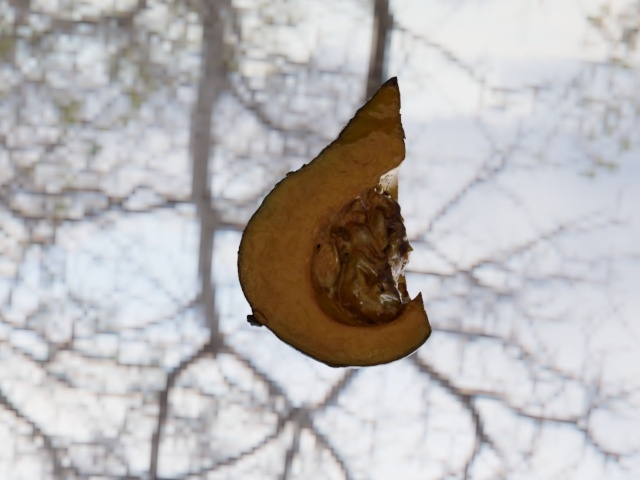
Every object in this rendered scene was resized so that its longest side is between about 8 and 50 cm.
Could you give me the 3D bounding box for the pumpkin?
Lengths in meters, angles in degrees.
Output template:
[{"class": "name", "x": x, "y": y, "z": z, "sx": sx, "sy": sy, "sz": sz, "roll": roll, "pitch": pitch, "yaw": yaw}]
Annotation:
[{"class": "pumpkin", "x": -0.001, "y": -0.001, "z": 1.786, "sx": 0.163, "sy": 0.278, "sz": 0.111, "roll": -1, "pitch": 158, "yaw": -9}]
